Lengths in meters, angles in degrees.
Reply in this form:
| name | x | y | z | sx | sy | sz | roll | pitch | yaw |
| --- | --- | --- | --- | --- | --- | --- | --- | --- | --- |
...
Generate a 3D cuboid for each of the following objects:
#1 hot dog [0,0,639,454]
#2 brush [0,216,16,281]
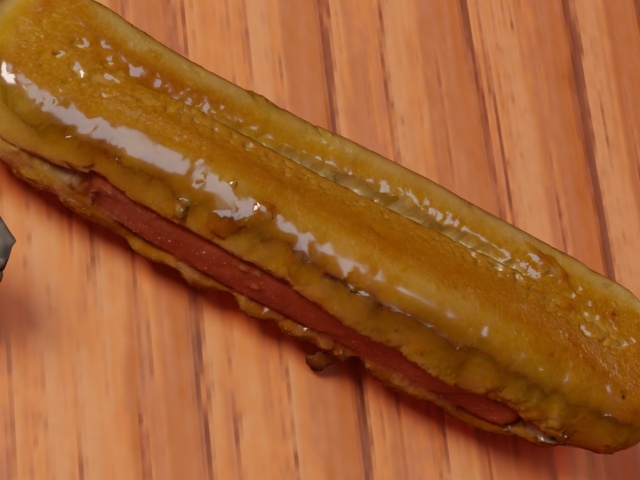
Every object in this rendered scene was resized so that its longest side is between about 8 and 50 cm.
| name | x | y | z | sx | sy | sz | roll | pitch | yaw |
| --- | --- | --- | --- | --- | --- | --- | --- | --- | --- |
| hot dog | 0.002 | -0.003 | 0.644 | 0.285 | 0.061 | 0.088 | 32 | 53 | -16 |
| brush | -0.241 | -0.043 | 0.508 | 0.323 | 0.051 | 0.070 | 22 | 34 | -19 |
